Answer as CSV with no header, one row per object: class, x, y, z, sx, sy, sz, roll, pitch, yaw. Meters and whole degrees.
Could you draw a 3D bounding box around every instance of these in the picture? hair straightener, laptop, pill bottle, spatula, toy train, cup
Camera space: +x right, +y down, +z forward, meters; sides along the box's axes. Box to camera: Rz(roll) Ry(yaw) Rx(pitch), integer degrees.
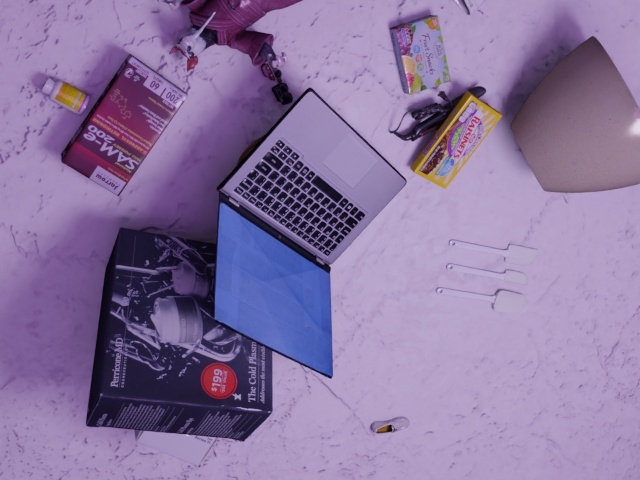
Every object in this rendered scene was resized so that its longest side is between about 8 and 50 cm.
hair straightener,0.254,-0.285,1.690,0.230,0.047,0.089,-22,124,-4
laptop,0.000,0.000,1.526,0.408,0.236,0.382,-47,138,7
pill bottle,-0.479,-0.272,1.467,0.083,0.043,0.043,28,97,-24
spatula,0.399,0.084,1.867,0.241,0.019,0.168,9,105,-20
toy train,-0.101,-0.344,1.571,0.036,0.027,0.158,-25,114,3
cup,0.553,-0.233,1.681,0.236,0.331,0.331,-28,115,19

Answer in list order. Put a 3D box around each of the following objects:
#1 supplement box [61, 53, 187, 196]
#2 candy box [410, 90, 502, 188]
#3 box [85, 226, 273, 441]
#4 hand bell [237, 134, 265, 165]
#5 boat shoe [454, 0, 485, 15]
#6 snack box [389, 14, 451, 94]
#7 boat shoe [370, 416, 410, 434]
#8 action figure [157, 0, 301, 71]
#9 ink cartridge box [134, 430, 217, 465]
supplement box,-0.377,-0.221,1.499,0.130,0.073,0.239,33,96,-24
candy box,0.296,-0.215,1.702,0.105,0.027,0.206,22,113,-35
box,-0.264,0.185,1.506,0.312,0.344,0.179,9,147,-19
hand bell,-0.057,-0.100,1.638,0.126,0.126,0.242,-39,127,-2
boat shoe,0.257,-0.546,1.585,0.226,0.083,0.076,33,94,-24
snack box,0.211,-0.391,1.645,0.100,0.037,0.141,-21,112,-11
boat shoe,0.175,0.456,1.907,0.100,0.035,0.035,-1,107,-16
action figure,-0.149,-0.465,1.444,0.370,0.276,0.248,-34,126,21
ink cartridge box,-0.309,0.359,1.632,0.153,0.208,0.087,30,97,-23
